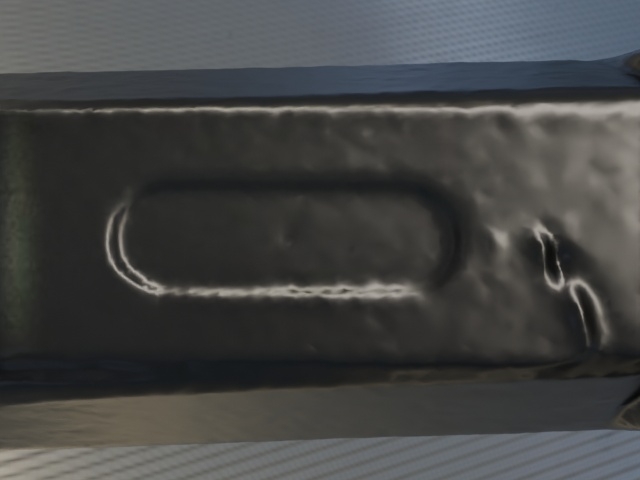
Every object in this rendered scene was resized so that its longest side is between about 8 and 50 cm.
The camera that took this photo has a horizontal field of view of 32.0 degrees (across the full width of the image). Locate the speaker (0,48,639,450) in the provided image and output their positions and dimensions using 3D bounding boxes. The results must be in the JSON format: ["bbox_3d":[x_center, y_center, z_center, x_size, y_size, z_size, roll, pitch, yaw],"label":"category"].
[{"bbox_3d":[0.000,0.000,0.461,0.388,0.184,0.180,-2,86,3],"label":"speaker"}]
